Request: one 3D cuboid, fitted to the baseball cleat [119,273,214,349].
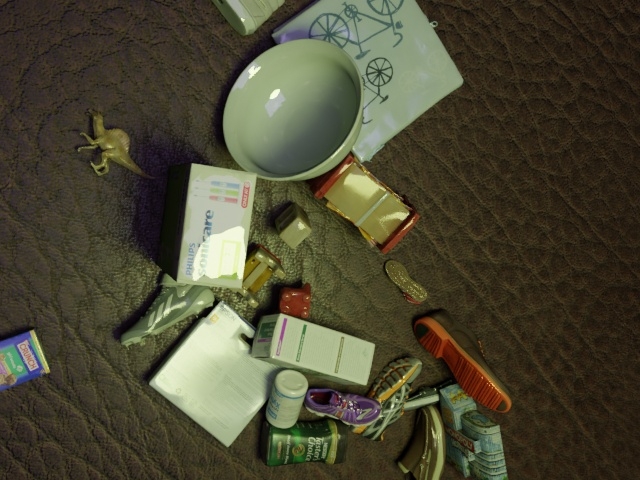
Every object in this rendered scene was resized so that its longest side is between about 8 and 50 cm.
[{"bbox_3d":[-0.319,0.130,1.531,0.206,0.072,0.109,-26,88,-19],"label":"baseball cleat"}]

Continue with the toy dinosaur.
[{"bbox_3d":[-0.404,-0.169,1.479,0.092,0.053,0.183,-42,105,-12],"label":"toy dinosaur"}]

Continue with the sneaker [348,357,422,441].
[{"bbox_3d":[0.155,0.349,1.687,0.083,0.084,0.215,40,92,-18],"label":"sneaker"}]

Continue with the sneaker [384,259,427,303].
[{"bbox_3d":[0.187,0.096,1.700,0.042,0.067,0.118,-41,75,-8],"label":"sneaker"}]

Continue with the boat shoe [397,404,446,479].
[{"bbox_3d":[0.222,0.498,1.712,0.095,0.095,0.257,-1,95,-12],"label":"boat shoe"}]

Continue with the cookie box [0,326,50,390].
[{"bbox_3d":[-0.583,0.227,1.458,0.107,0.040,0.091,-21,99,-16],"label":"cookie box"}]

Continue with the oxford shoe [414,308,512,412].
[{"bbox_3d":[0.329,0.252,1.666,0.098,0.097,0.271,-27,63,-31],"label":"oxford shoe"}]

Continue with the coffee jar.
[{"bbox_3d":[-0.031,0.429,1.631,0.184,0.079,0.096,3,94,-18],"label":"coffee jar"}]

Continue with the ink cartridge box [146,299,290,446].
[{"bbox_3d":[-0.202,0.272,1.580,0.223,0.045,0.224,44,78,-17],"label":"ink cartridge box"}]

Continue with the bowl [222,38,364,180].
[{"bbox_3d":[-0.033,-0.237,1.519,0.297,0.298,0.134,-62,152,-5],"label":"bowl"}]

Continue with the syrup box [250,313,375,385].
[{"bbox_3d":[-0.015,0.228,1.585,0.237,0.093,0.096,22,71,-26],"label":"syrup box"}]

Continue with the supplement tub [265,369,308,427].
[{"bbox_3d":[-0.070,0.326,1.576,0.071,0.071,0.107,5,123,-18],"label":"supplement tub"}]

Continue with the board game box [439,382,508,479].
[{"bbox_3d":[0.324,0.422,1.678,0.060,0.194,0.194,-16,102,-16],"label":"board game box"}]

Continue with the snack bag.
[{"bbox_3d":[0.114,-0.389,1.637,0.323,0.037,0.342,-39,104,-11],"label":"snack bag"}]

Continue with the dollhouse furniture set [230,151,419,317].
[{"bbox_3d":[0.000,0.000,1.595,0.201,0.152,0.374,41,99,-17],"label":"dollhouse furniture set"}]

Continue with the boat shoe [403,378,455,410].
[{"bbox_3d":[0.244,0.351,1.735,0.142,0.049,0.040,-12,67,-16],"label":"boat shoe"}]

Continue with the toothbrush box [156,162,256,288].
[{"bbox_3d":[-0.220,-0.032,1.428,0.122,0.283,0.206,7,91,-18],"label":"toothbrush box"}]

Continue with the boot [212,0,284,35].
[{"bbox_3d":[-0.182,-0.543,1.510,0.123,0.095,0.258,-45,114,-16],"label":"boot"}]

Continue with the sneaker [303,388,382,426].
[{"bbox_3d":[0.045,0.350,1.620,0.170,0.071,0.068,7,65,6],"label":"sneaker"}]
